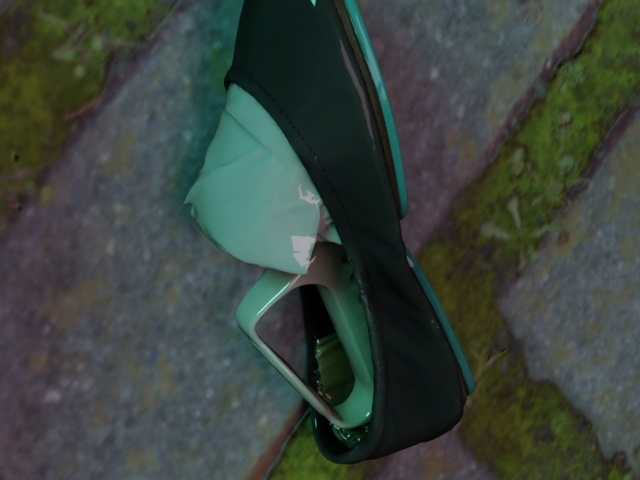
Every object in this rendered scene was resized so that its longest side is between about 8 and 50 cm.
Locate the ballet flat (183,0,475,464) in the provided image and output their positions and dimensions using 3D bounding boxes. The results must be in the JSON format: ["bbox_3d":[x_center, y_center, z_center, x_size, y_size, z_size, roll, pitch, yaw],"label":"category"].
[{"bbox_3d":[0.000,0.000,0.915,0.096,0.095,0.280,-31,125,-16],"label":"ballet flat"}]
